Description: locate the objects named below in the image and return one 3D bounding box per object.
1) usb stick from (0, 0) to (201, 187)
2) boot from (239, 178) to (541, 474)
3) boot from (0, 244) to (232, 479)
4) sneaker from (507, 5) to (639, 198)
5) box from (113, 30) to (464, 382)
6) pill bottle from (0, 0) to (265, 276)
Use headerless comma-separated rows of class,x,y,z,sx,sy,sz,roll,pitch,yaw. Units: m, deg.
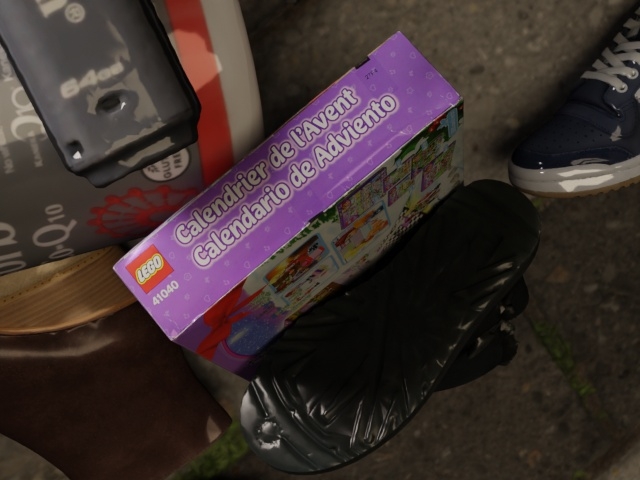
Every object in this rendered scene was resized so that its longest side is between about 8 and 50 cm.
usb stick,-0.146,-0.161,0.555,0.077,0.045,0.278,-27,99,-10
boot,0.061,0.082,0.817,0.094,0.207,0.246,42,79,19
boot,-0.205,0.120,0.805,0.248,0.090,0.207,-32,112,-10
sneaker,0.250,-0.146,0.864,0.282,0.099,0.153,-25,118,-17
box,0.000,0.000,0.742,0.201,0.293,0.057,-40,76,-3
pill bottle,-0.231,-0.074,0.672,0.362,0.210,0.210,-16,111,-12
